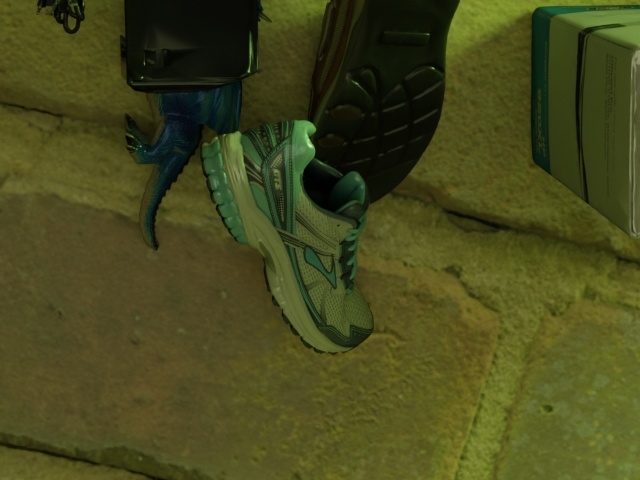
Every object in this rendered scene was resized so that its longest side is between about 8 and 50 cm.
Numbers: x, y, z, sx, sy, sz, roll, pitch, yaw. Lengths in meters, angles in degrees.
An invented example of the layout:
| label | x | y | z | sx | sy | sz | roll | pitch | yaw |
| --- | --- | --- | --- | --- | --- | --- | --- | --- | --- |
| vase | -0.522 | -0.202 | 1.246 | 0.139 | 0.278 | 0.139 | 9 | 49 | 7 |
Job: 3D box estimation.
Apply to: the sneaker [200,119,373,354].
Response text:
| label | x | y | z | sx | sy | sz | roll | pitch | yaw |
| --- | --- | --- | --- | --- | --- | --- | --- | --- | --- |
| sneaker | 0.000 | 0.000 | 1.834 | 0.122 | 0.110 | 0.283 | -22 | 132 | 14 |

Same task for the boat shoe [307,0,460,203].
| label | x | y | z | sx | sy | sz | roll | pitch | yaw |
| --- | --- | --- | --- | --- | --- | --- | --- | --- | --- |
| boat shoe | 0.056 | -0.185 | 1.845 | 0.123 | 0.120 | 0.324 | 6 | 122 | -22 |

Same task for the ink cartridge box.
| label | x | y | z | sx | sy | sz | roll | pitch | yaw |
| --- | --- | --- | --- | --- | --- | --- | --- | --- | --- |
| ink cartridge box | 0.366 | -0.117 | 1.746 | 0.286 | 0.395 | 0.166 | -1 | 101 | -5 |

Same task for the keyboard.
| label | x | y | z | sx | sy | sz | roll | pitch | yaw |
| --- | --- | --- | --- | --- | --- | --- | --- | --- | --- |
| keyboard | -0.160 | -0.292 | 1.796 | 0.202 | 0.033 | 0.317 | -1 | 81 | -5 |

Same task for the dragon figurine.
| label | x | y | z | sx | sy | sz | roll | pitch | yaw |
| --- | --- | --- | --- | --- | --- | --- | --- | --- | --- |
| dragon figurine | -0.116 | -0.127 | 1.855 | 0.144 | 0.085 | 0.289 | -3 | 101 | -5 |
